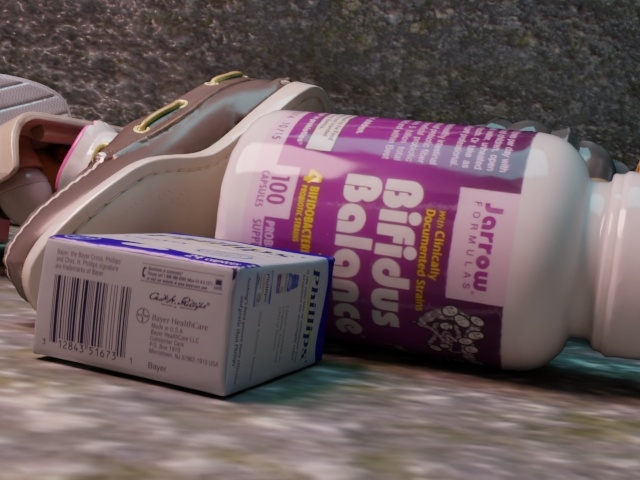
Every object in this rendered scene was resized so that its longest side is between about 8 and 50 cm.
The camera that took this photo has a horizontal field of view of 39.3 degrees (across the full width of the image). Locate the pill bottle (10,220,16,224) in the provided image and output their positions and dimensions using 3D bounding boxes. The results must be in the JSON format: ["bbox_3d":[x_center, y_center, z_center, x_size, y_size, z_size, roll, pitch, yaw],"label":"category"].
[{"bbox_3d":[-0.426,-0.063,1.359,0.152,0.086,0.086,4,4,-25],"label":"pill bottle"}]

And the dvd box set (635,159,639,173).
[{"bbox_3d":[0.555,0.026,0.953,0.421,0.062,0.308,21,2,28],"label":"dvd box set"}]

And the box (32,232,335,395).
[{"bbox_3d":[-0.076,0.037,0.539,0.126,0.072,0.137,9,4,22],"label":"box"}]

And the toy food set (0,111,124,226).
[{"bbox_3d":[-0.286,-0.035,0.916,0.220,0.092,0.306,-22,-9,23],"label":"toy food set"}]

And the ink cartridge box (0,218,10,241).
[{"bbox_3d":[-0.457,-0.035,1.009,0.115,0.067,0.198,8,4,16],"label":"ink cartridge box"}]

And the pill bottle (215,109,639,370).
[{"bbox_3d":[0.092,0.001,0.641,0.302,0.169,0.169,7,4,18],"label":"pill bottle"}]

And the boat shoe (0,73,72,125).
[{"bbox_3d":[-0.409,-0.105,0.920,0.302,0.109,0.094,-16,5,-39],"label":"boat shoe"}]

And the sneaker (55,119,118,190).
[{"bbox_3d":[-0.146,-0.017,0.864,0.111,0.102,0.252,22,-10,21],"label":"sneaker"}]

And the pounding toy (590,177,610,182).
[{"bbox_3d":[0.165,-0.024,0.823,0.237,0.110,0.183,-24,-2,5],"label":"pounding toy"}]

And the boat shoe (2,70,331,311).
[{"bbox_3d":[-0.119,-0.046,0.697,0.097,0.116,0.324,21,42,28],"label":"boat shoe"}]

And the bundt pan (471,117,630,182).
[{"bbox_3d":[0.311,-0.065,1.304,0.331,0.124,0.331,21,-19,8],"label":"bundt pan"}]
